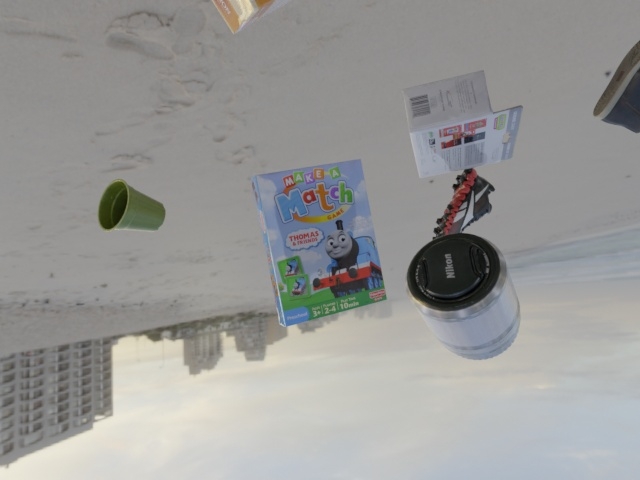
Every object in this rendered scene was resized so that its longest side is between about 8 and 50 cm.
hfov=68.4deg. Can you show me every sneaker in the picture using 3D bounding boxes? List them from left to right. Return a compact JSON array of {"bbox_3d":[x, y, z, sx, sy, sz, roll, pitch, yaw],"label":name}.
[{"bbox_3d":[0.438,-0.082,1.422,0.135,0.275,0.097,28,169,1],"label":"sneaker"},{"bbox_3d":[0.747,-0.365,1.083,0.118,0.221,0.083,23,-149,-3],"label":"sneaker"}]

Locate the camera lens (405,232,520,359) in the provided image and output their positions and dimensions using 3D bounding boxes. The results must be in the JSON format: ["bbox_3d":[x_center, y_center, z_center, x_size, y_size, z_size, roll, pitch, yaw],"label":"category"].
[{"bbox_3d":[0.335,0.132,1.095,0.220,0.219,0.274,-8,141,28],"label":"camera lens"}]

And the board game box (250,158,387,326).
[{"bbox_3d":[0.000,0.000,0.675,0.160,0.211,0.039,-12,-177,-19],"label":"board game box"}]

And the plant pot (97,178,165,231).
[{"bbox_3d":[-0.294,-0.046,0.747,0.084,0.083,0.079,-9,163,34],"label":"plant pot"}]

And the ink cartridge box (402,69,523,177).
[{"bbox_3d":[0.384,-0.308,1.286,0.272,0.129,0.309,-9,163,13],"label":"ink cartridge box"}]

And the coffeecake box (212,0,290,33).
[{"bbox_3d":[-0.047,-0.319,0.461,0.185,0.142,0.068,-41,-161,-21],"label":"coffeecake box"}]
